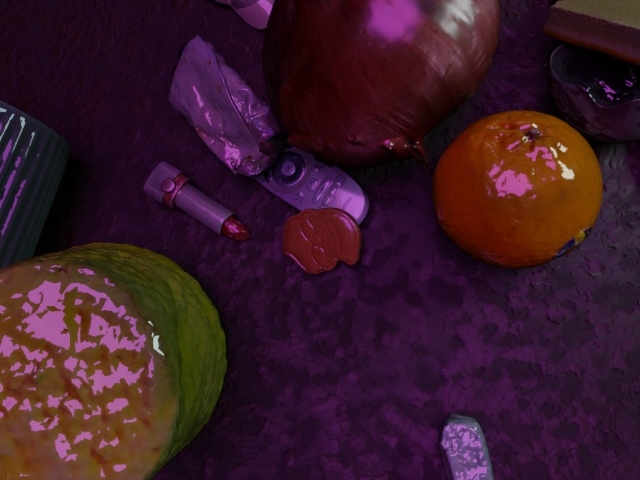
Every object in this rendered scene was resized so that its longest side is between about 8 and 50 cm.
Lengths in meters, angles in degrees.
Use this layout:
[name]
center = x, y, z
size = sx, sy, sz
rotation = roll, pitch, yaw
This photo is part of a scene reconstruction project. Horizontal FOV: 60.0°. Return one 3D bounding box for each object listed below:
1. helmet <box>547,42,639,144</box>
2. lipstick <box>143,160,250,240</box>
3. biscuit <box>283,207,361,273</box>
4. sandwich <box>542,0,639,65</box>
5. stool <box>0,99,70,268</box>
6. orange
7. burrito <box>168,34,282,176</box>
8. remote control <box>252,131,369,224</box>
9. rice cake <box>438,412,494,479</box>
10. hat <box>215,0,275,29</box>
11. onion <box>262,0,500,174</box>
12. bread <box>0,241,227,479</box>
[helmet]
center = 0.403, -0.199, 0.781
size = 0.176, 0.107, 0.153
rotation = 32, 56, 31
[lipstick]
center = -0.191, -0.054, 0.889
size = 0.186, 0.057, 0.063
rotation = 32, 86, 11
[biscuit]
center = 0.000, 0.000, 0.836
size = 0.130, 0.019, 0.102
rotation = -9, 100, 26
[sandwich]
center = 0.421, -0.294, 0.766
size = 0.211, 0.063, 0.245
rotation = 4, 43, 11
[stool]
center = -0.569, -0.050, 0.844
size = 0.297, 0.297, 0.330
rotation = 17, 78, 13
[orange]
center = 0.261, -0.070, 0.748
size = 0.219, 0.193, 0.220
rotation = -9, 66, 21
[burrito]
center = -0.144, -0.202, 0.865
size = 0.229, 0.089, 0.144
rotation = 47, 134, 20
[remote control]
center = -0.032, -0.102, 0.874
size = 0.256, 0.045, 0.097
rotation = 37, 95, 17
[rice cake]
center = 0.204, 0.338, 0.739
size = 0.063, 0.069, 0.207
rotation = -12, 76, 7
[hat]
center = -0.129, -0.432, 0.942
size = 0.122, 0.081, 0.166
rotation = -39, 86, 4
[onion]
center = 0.076, -0.263, 0.763
size = 0.353, 0.353, 0.354
rotation = -2, 79, 10
[bread]
center = -0.298, 0.172, 0.721
size = 0.347, 0.308, 0.349
rotation = 0, 89, -9
